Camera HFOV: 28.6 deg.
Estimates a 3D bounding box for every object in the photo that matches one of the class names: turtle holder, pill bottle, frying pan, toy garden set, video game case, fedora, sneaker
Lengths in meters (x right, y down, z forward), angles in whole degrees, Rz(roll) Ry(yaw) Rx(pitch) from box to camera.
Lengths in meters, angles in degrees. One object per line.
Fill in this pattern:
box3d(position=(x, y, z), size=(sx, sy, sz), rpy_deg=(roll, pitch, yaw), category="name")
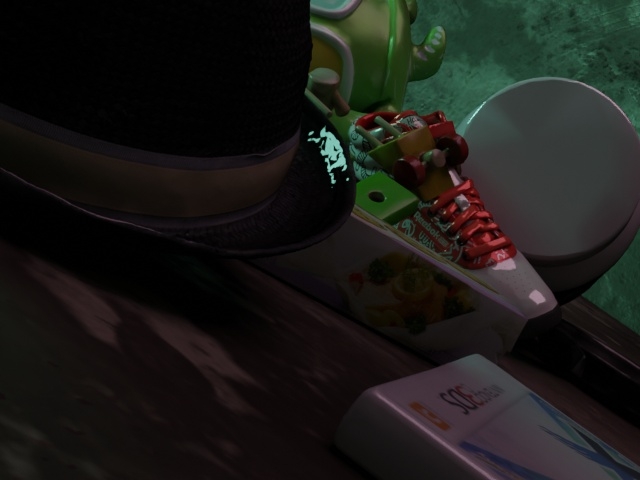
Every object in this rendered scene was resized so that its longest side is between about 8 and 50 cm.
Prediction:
box3d(position=(-0.021, -0.159, 1.330), size=(0.227, 0.243, 0.320), rpy_deg=(15, 53, -18), category="turtle holder")
box3d(position=(0.223, -0.042, 1.309), size=(0.210, 0.210, 0.363), rpy_deg=(35, -3, 10), category="pill bottle")
box3d(position=(0.292, 0.135, 1.282), size=(0.197, 0.053, 0.326), rpy_deg=(34, 8, 15), category="frying pan")
box3d(position=(-0.020, -0.076, 1.027), size=(0.244, 0.049, 0.204), rpy_deg=(36, 45, 27), category="toy garden set")
box3d(position=(0.181, 0.169, 0.630), size=(0.329, 0.036, 0.300), rpy_deg=(36, 8, 14), category="video game case")
box3d(position=(-0.092, -0.130, 0.651), size=(0.334, 0.152, 0.334), rpy_deg=(24, 24, -11), category="fedora")
box3d(position=(0.105, -0.025, 1.085), size=(0.090, 0.145, 0.270), rpy_deg=(-16, 29, -25), category="sneaker")

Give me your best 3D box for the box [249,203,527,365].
box3d(position=(0.000, 0.000, 0.847), size=(0.324, 0.063, 0.067), rpy_deg=(30, 7, -26), category="box")
